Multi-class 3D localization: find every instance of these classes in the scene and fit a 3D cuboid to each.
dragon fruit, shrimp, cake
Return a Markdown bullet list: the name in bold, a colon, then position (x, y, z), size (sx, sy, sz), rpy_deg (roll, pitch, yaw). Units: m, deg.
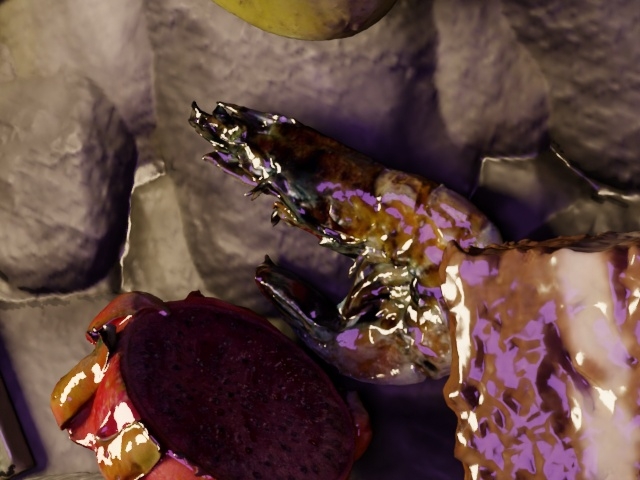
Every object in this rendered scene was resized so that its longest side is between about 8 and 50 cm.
- **dragon fruit**: position (-0.044, 0.078, 0.609), size (0.126, 0.112, 0.068), rpy_deg (28, 122, -4)
- **shrimp**: position (0.000, 0.000, 0.616), size (0.161, 0.034, 0.091), rpy_deg (32, 109, 22)
- **cake**: position (0.125, 0.056, 0.503), size (0.147, 0.134, 0.135), rpy_deg (-8, 90, 19)

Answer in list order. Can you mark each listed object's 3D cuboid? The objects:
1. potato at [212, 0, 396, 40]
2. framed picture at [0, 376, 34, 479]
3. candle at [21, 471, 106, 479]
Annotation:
- **potato**: position (-0.019, -0.167, 0.588), size (0.105, 0.085, 0.188), rpy_deg (-7, 86, 26)
- **framed picture**: position (-0.288, 0.066, 0.786), size (0.289, 0.016, 0.213), rpy_deg (-27, 81, 27)
- **candle**: position (-0.097, 0.170, 0.660), size (0.192, 0.068, 0.168), rpy_deg (44, 115, 17)
